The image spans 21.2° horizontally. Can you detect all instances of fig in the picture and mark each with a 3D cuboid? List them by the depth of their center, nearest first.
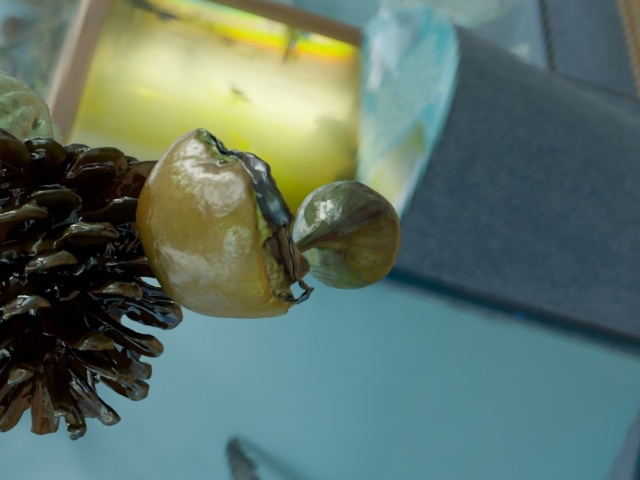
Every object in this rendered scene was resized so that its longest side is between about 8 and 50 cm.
[{"bbox_3d":[0.000,0.000,1.828,0.236,0.124,0.124,-13,-55,-60],"label":"fig"}]

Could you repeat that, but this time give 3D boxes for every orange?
[{"bbox_3d":[-0.080,-0.004,1.288,0.112,0.160,0.170,-29,-10,-27],"label":"orange"}]

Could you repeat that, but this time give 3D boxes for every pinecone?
[{"bbox_3d":[-0.225,0.038,1.384,0.264,0.264,0.264,-164,90,-82],"label":"pinecone"}]

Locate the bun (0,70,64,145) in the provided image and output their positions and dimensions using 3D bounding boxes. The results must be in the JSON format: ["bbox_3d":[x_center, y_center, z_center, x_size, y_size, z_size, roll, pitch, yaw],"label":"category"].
[{"bbox_3d":[-0.401,-0.066,1.871,0.349,0.352,0.227,13,53,45],"label":"bun"}]
